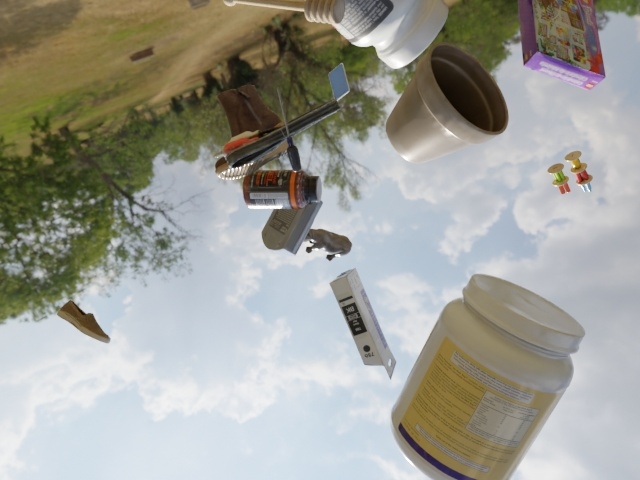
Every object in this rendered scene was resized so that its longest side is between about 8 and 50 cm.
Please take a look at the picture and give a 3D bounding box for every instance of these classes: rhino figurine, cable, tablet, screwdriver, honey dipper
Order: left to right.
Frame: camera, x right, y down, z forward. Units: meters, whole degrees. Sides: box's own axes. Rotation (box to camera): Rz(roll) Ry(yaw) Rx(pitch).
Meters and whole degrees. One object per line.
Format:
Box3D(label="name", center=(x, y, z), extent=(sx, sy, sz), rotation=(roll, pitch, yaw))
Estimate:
Box3D(label="cable", center=(-0.102, -0.230, 1.085), extent=(0.287, 0.072, 0.139), rotation=(-26, -173, 30))
Box3D(label="honey dipper", center=(-0.048, -0.272, 0.600), extent=(0.161, 0.030, 0.030), rotation=(18, -143, 27))
Box3D(label="screwdriver", center=(-0.066, -0.217, 1.025), extent=(0.024, 0.170, 0.025), rotation=(-22, -160, -19))
Box3D(label="rhino figurine", center=(0.000, 0.000, 1.685), extent=(0.106, 0.243, 0.073), rotation=(-28, -127, 43))
Box3D(label="tablet", center=(0.047, -0.403, 1.324), extent=(0.006, 0.083, 0.054), rotation=(2, 158, -44))

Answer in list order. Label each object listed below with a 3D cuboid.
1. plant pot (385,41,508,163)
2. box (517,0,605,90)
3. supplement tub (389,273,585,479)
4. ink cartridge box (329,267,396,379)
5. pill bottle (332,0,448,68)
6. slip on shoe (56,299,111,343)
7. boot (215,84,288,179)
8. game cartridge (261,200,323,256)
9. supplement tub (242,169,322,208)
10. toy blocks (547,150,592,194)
Box3D(label="plant pot", center=(0.361, -0.387, 1.605), extent=(0.323, 0.323, 0.280), rotation=(-39, -179, -42))
Box3D(label="box", center=(0.605, -0.535, 1.321), extent=(0.201, 0.293, 0.057), rotation=(14, 153, -13))
Box3D(label="supplement tub", center=(0.291, 0.251, 0.933), extent=(0.241, 0.331, 0.241), rotation=(21, -163, -7))
Box3D(label="ink cartridge box", center=(0.133, 0.256, 1.587), extent=(0.065, 0.332, 0.165), rotation=(-24, 179, 15))
Box3D(label="pill bottle", center=(0.059, -0.411, 0.815), extent=(0.162, 0.278, 0.162), rotation=(-41, -151, 28))
Box3D(label="slip on shoe", center=(-0.501, 0.175, 1.118), extent=(0.135, 0.051, 0.041), rotation=(27, -106, 17))
Box3D(label="boot", center=(-0.206, -0.274, 1.306), extent=(0.248, 0.207, 0.090), rotation=(-31, 174, -37))
Box3D(label="game cartridge", center=(-0.096, -0.053, 1.572), extent=(0.198, 0.062, 0.297), rotation=(-65, -159, 2))
Box3D(label="supplement tub", center=(-0.098, -0.136, 1.378), extent=(0.198, 0.106, 0.106), rotation=(0, -155, 11))
Box3D(label="toy blocks", center=(0.824, -0.200, 1.705), extent=(0.123, 0.148, 0.054), rotation=(-36, -158, 2))
